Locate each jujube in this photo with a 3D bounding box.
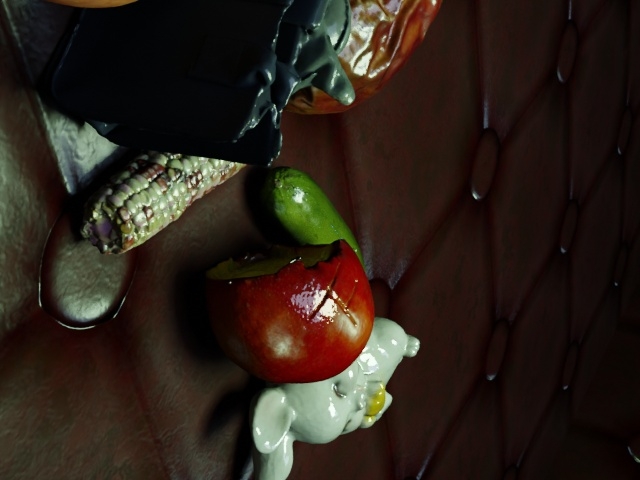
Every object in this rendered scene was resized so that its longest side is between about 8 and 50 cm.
[{"bbox_3d":[0.048,-0.300,1.166,0.342,0.216,0.216,-50,145,-10],"label":"jujube"}]

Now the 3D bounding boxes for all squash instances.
[{"bbox_3d":[0.001,-0.001,1.378,0.087,0.087,0.331,-65,146,-21],"label":"squash"}]

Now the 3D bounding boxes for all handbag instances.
[{"bbox_3d":[-0.082,-0.230,0.950,0.118,0.269,0.326,42,65,-60],"label":"handbag"}]

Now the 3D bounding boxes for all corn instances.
[{"bbox_3d":[-0.145,-0.084,1.081,0.280,0.092,0.092,-47,139,-41],"label":"corn"}]

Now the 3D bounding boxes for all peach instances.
[{"bbox_3d":[-0.040,0.072,1.233,0.196,0.190,0.226,-44,131,9],"label":"peach"}]

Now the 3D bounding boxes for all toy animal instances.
[{"bbox_3d":[0.005,0.209,1.406,0.325,0.154,0.208,-37,148,-30],"label":"toy animal"}]

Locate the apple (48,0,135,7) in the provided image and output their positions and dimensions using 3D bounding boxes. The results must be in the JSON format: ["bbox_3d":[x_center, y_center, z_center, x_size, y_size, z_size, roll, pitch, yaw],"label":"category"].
[{"bbox_3d":[-0.191,-0.315,0.792,0.252,0.206,0.272,-59,148,-25],"label":"apple"}]
